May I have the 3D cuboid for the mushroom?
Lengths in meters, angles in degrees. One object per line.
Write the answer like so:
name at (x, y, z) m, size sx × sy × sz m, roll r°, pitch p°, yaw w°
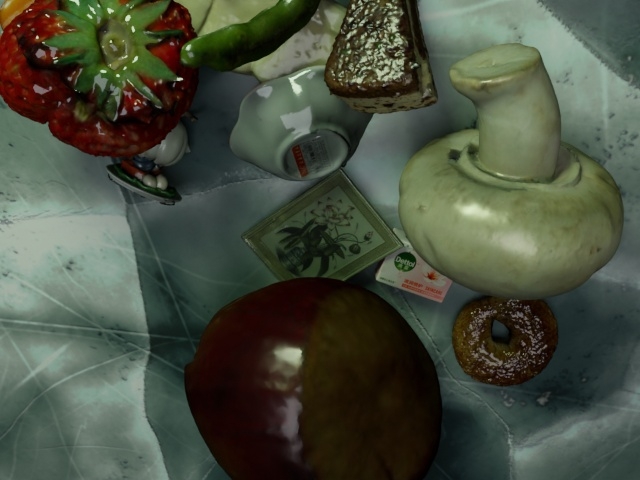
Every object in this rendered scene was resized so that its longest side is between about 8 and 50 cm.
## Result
mushroom at (0.242, -0.059, 1.017) m, size 0.356 × 0.315 × 0.315 m, roll 28°, pitch 116°, yaw -38°

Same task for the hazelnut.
hazelnut at (-0.004, 0.251, 1.181) m, size 0.402 × 0.402 × 0.429 m, roll -40°, pitch 113°, yaw 19°

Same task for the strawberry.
strawberry at (-0.300, -0.234, 1.010) m, size 0.250 × 0.288 × 0.239 m, roll 38°, pitch 73°, yaw -10°

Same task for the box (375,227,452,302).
box at (0.165, 0.043, 1.235) m, size 0.125 × 0.043 × 0.089 m, roll 18°, pitch 114°, yaw -5°

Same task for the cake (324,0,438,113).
cake at (0.069, -0.296, 1.002) m, size 0.135 × 0.112 × 0.246 m, roll -13°, pitch 78°, yaw 22°

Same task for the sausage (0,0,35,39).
sausage at (-0.351, -0.366, 1.055) m, size 0.312 × 0.093 × 0.093 m, roll -25°, pitch 111°, yaw 15°

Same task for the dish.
dish at (-0.017, -0.148, 1.080) m, size 0.229 × 0.081 × 0.229 m, roll -12°, pitch 147°, yaw -8°

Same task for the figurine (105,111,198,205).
figurine at (-0.249, -0.148, 1.146) m, size 0.132 × 0.132 × 0.154 m, roll 25°, pitch 100°, yaw -8°

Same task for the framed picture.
framed picture at (0.000, 0.000, 1.219) m, size 0.231 × 0.010 × 0.173 m, roll -34°, pitch 107°, yaw 30°

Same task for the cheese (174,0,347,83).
cheese at (-0.088, -0.316, 1.061) m, size 0.263 × 0.093 × 0.159 m, roll 26°, pitch 109°, yaw -7°

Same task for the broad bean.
broad bean at (-0.064, -0.320, 0.945) m, size 0.144 × 0.049 × 0.292 m, roll 33°, pitch 90°, yaw -48°

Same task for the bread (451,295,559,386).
bread at (0.324, 0.175, 1.277) m, size 0.193 × 0.064 × 0.193 m, roll 2°, pitch 112°, yaw 5°
